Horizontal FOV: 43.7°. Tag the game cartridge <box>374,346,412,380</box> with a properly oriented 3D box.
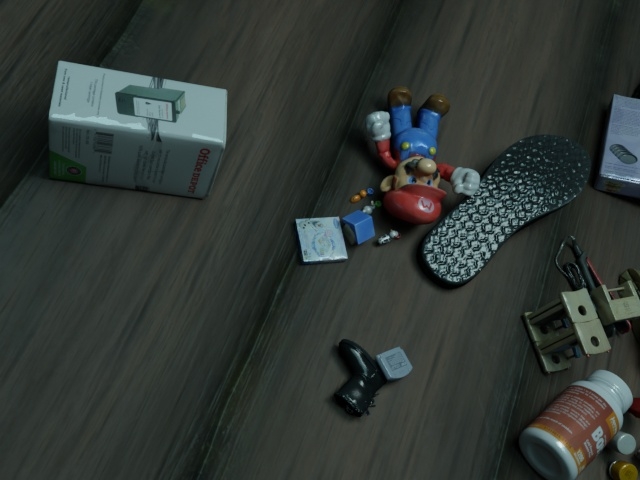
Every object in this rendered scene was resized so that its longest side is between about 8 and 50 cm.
[{"bbox_3d":[0.135,0.227,1.459,0.083,0.017,0.056,-7,61,-55],"label":"game cartridge"}]

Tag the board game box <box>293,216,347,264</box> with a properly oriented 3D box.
[{"bbox_3d":[0.000,0.000,1.537,0.090,0.020,0.090,-4,68,-19],"label":"board game box"}]

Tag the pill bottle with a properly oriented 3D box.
[{"bbox_3d":[0.479,0.339,1.478,0.216,0.121,0.121,-35,80,-27],"label":"pill bottle"}]

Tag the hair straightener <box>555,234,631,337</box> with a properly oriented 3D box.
[{"bbox_3d":[0.554,0.095,1.654,0.089,0.047,0.230,-13,71,-22],"label":"hair straightener"}]

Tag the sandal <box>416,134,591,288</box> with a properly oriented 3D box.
[{"bbox_3d":[0.370,-0.069,1.653,0.446,0.107,0.167,-37,82,-15],"label":"sandal"}]

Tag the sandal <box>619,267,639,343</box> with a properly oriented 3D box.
[{"bbox_3d":[0.684,0.142,1.671,0.049,0.072,0.180,9,58,-38],"label":"sandal"}]

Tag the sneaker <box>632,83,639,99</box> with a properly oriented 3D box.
[{"bbox_3d":[0.847,-0.393,1.940,0.106,0.101,0.267,36,61,-2],"label":"sneaker"}]

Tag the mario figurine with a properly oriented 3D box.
[{"bbox_3d":[0.204,-0.179,1.591,0.198,0.170,0.320,-11,55,21],"label":"mario figurine"}]

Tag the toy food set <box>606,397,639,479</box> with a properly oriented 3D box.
[{"bbox_3d":[0.627,0.365,1.547,0.232,0.104,0.111,-38,95,-10],"label":"toy food set"}]

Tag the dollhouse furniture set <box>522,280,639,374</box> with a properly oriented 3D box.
[{"bbox_3d":[0.527,0.171,1.568,0.184,0.129,0.128,-6,69,-27],"label":"dollhouse furniture set"}]

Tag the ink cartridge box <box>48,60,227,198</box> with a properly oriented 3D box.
[{"bbox_3d":[-0.324,-0.186,1.412,0.289,0.211,0.121,7,63,-16],"label":"ink cartridge box"}]

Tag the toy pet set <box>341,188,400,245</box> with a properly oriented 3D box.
[{"bbox_3d":[0.096,-0.046,1.563,0.114,0.065,0.122,-26,76,-26],"label":"toy pet set"}]

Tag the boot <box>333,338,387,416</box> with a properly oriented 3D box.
[{"bbox_3d":[0.058,0.249,1.428,0.121,0.045,0.099,44,58,-2],"label":"boot"}]

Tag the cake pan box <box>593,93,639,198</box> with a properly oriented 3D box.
[{"bbox_3d":[0.772,-0.201,1.800,0.267,0.070,0.245,12,63,11],"label":"cake pan box"}]
